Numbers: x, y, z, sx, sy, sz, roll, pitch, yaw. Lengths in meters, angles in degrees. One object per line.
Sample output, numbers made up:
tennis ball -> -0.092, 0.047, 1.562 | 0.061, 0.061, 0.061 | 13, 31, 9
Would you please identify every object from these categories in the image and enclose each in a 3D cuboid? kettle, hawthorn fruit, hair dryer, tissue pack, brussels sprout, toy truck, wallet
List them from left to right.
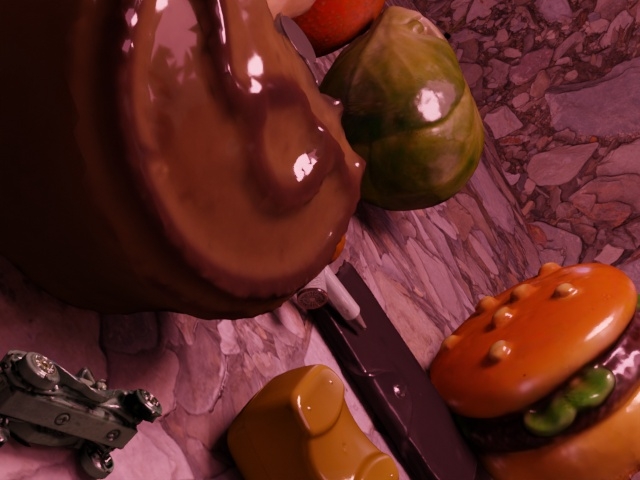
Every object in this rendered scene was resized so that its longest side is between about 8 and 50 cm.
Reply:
toy truck -> -0.204, 0.124, 0.706 | 0.154, 0.080, 0.078 | 33, 11, -49
kettle -> -0.087, -0.259, 1.375 | 0.098, 0.148, 0.127 | 44, 26, -36
tissue pack -> -0.013, 0.228, 0.926 | 0.178, 0.127, 0.123 | 57, 28, -4
hawthorn fruit -> 0.016, -0.491, 1.703 | 0.277, 0.298, 0.277 | 56, -21, 34
hair dryer -> 0.016, 0.054, 1.233 | 0.183, 0.044, 0.155 | 48, 28, -45
wallet -> 0.110, 0.207, 1.329 | 0.378, 0.051, 0.197 | 57, 21, -1
brussels sprout -> 0.137, -0.235, 1.631 | 0.281, 0.289, 0.355 | 25, 68, -54

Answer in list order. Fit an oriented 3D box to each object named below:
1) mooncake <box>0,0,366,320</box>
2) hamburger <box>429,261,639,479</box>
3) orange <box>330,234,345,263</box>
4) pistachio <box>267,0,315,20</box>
mooncake -> -0.131, -0.123, 0.845 | 0.394, 0.246, 0.394 | 9, 80, -58
hamburger -> 0.382, 0.207, 1.466 | 0.277, 0.395, 0.396 | 56, 21, -9
orange -> 0.000, 0.000, 1.331 | 0.085, 0.085, 0.085 | 47, 24, -29
pistachio -> -0.125, -0.436, 1.418 | 0.321, 0.237, 0.229 | -8, 103, -61
